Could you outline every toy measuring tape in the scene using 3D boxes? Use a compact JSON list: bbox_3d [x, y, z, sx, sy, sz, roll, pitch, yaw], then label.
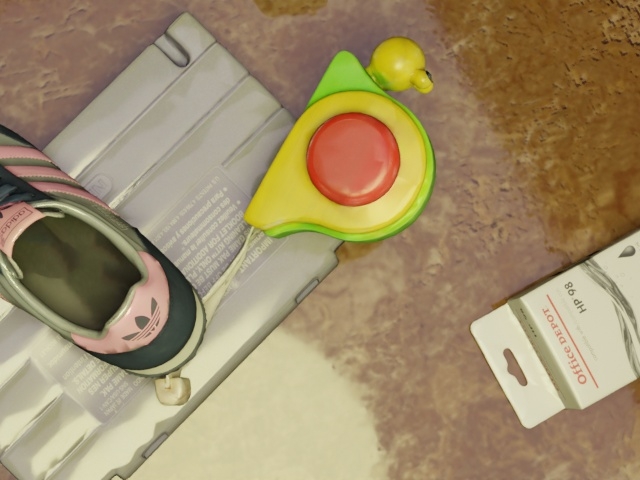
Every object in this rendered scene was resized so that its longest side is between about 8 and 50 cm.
[{"bbox_3d":[0.000,0.000,1.314,0.121,0.121,0.330,29,90,-2],"label":"toy measuring tape"}]

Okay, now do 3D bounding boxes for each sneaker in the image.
[{"bbox_3d":[-0.225,-0.020,1.270,0.319,0.131,0.112,30,84,14],"label":"sneaker"}]

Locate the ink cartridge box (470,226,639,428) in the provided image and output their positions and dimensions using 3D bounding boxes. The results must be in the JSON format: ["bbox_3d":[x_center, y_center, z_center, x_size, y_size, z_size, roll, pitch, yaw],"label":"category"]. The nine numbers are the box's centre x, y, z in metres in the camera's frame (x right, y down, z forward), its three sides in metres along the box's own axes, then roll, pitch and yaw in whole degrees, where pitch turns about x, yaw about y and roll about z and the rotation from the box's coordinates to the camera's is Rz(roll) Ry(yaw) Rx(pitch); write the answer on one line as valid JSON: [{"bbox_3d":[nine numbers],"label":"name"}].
[{"bbox_3d":[0.224,0.067,1.406,0.180,0.060,0.104,-29,88,-8],"label":"ink cartridge box"}]

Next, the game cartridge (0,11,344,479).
[{"bbox_3d":[-0.150,0.022,1.377,0.355,0.068,0.230,-45,94,-8],"label":"game cartridge"}]
